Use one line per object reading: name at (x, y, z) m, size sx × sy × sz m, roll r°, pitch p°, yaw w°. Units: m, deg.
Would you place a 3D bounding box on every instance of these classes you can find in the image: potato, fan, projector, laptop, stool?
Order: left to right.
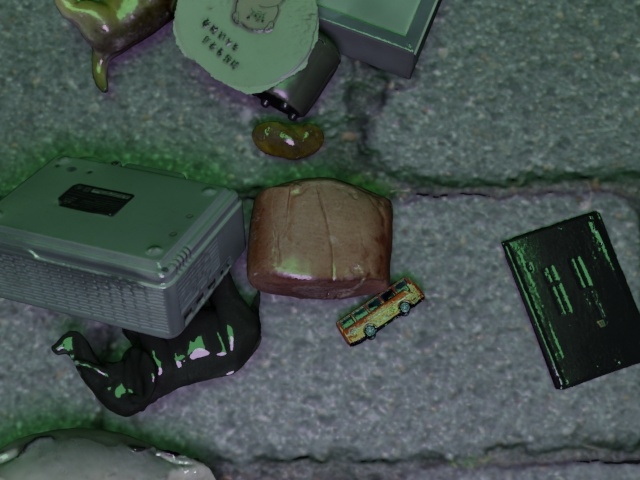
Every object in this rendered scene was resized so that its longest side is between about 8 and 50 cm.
projector at (-0.234, -0.006, 0.975) m, size 0.257 × 0.099 × 0.192 m, roll 11°, pitch 35°, yaw 18°
fan at (-0.042, -0.321, 1.032) m, size 0.182 × 0.010 × 0.310 m, roll 39°, pitch 92°, yaw 0°
potato at (-0.040, -0.125, 1.094) m, size 0.092 × 0.045 × 0.046 m, roll 3°, pitch 64°, yaw -4°
stool at (-0.034, -0.212, 1.086) m, size 0.096 × 0.096 × 0.110 m, roll 29°, pitch 85°, yaw 5°
laptop at (0.317, 0.071, 1.070) m, size 0.135 × 0.016 × 0.197 m, roll -19°, pitch 80°, yaw -5°

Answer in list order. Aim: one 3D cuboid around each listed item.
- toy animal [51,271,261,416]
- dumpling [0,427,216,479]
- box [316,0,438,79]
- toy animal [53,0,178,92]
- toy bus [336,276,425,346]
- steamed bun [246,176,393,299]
toy animal at (-0.183, 0.112, 1.014) m, size 0.245 × 0.114 × 0.146 m, roll -21°, pitch 77°, yaw -1°
dumpling at (-0.260, 0.324, 0.965) m, size 0.243 × 0.175 × 0.226 m, roll 9°, pitch 109°, yaw 16°
box at (0.035, -0.315, 1.108) m, size 0.225 × 0.086 × 0.129 m, roll 21°, pitch 80°, yaw 5°
toy animal at (-0.215, -0.311, 1.097) m, size 0.233 × 0.121 × 0.168 m, roll -30°, pitch 92°, yaw -2°
toy bus at (0.073, 0.087, 1.061) m, size 0.110 × 0.031 × 0.043 m, roll -34°, pitch 74°, yaw -5°
steamed bun at (0.000, 0.000, 1.042) m, size 0.175 × 0.106 × 0.144 m, roll 4°, pitch 67°, yaw -9°
